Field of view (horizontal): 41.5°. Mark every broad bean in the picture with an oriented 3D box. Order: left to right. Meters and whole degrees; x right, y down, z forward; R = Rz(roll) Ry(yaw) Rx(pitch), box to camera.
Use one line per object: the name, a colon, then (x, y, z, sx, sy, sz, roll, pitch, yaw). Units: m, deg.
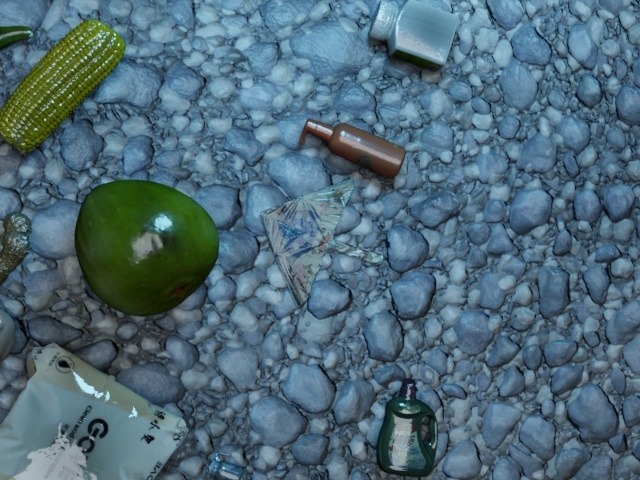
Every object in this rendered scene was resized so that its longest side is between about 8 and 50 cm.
broad bean: (-0.784, -0.444, 1.875, 0.297, 0.043, 0.060, -4, 80, -7)

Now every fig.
fig: (-0.388, -0.003, 1.814, 0.316, 0.316, 0.316, 0, 89, -8)

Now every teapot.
teapot: (-0.215, 0.526, 1.940, 0.083, 0.049, 0.064, 23, 86, -7)

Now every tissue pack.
tissue pack: (-0.536, 0.467, 1.834, 0.390, 0.195, 0.376, 30, 73, -7)

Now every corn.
corn: (-0.577, -0.340, 1.859, 0.131, 0.131, 0.344, 42, 83, -6)

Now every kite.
kite: (0.000, 0.000, 1.998, 0.314, 0.011, 0.336, 23, 87, -8)

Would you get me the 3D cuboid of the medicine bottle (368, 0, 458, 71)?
medicine bottle: (0.215, -0.493, 1.994, 0.188, 0.088, 0.132, 18, 87, -7)

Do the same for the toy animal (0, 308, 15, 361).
toy animal: (-0.765, 0.195, 1.814, 0.197, 0.171, 0.172, 9, 88, -5)

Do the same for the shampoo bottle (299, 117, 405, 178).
shampoo bottle: (0.076, -0.223, 1.976, 0.244, 0.085, 0.086, 20, 87, -5)

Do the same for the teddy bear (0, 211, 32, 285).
teddy bear: (-0.736, 0.049, 1.834, 0.251, 0.182, 0.129, -20, 123, -13)

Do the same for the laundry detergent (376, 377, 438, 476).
laundry detergent: (0.210, 0.438, 1.991, 0.144, 0.078, 0.222, 9, 86, -10)
